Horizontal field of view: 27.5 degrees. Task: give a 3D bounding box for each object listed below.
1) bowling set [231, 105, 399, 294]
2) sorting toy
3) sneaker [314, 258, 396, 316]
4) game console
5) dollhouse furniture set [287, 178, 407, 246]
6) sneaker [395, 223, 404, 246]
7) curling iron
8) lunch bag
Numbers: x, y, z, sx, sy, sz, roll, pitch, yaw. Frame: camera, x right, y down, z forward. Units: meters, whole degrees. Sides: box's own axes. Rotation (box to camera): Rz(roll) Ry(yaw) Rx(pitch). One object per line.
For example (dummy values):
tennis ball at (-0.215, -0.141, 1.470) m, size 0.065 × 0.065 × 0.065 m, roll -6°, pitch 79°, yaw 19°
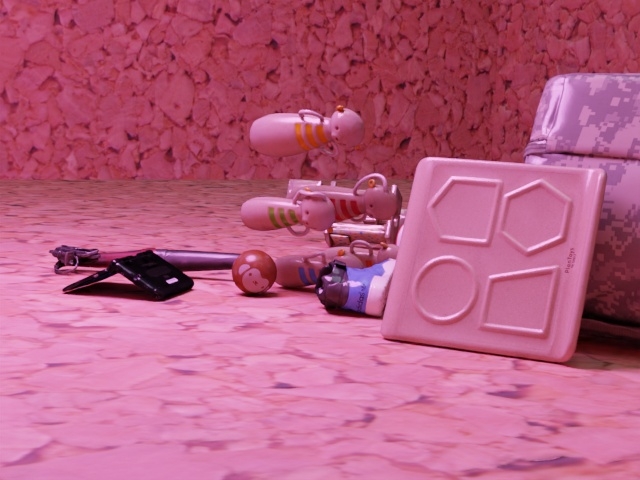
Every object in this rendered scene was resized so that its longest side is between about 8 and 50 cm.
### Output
bowling set at (0.000, 0.000, 1.579) m, size 0.154 × 0.287 × 0.200 m, roll -2°, pitch 45°, yaw 34°
sorting toy at (0.169, 0.016, 1.279) m, size 0.208 × 0.193 × 0.038 m, roll 5°, pitch -17°, yaw 31°
sneaker at (0.040, 0.047, 1.492) m, size 0.084 × 0.058 × 0.152 m, roll 12°, pitch 14°, yaw 8°
game console at (-0.223, 0.054, 1.534) m, size 0.107 × 0.071 × 0.122 m, roll 34°, pitch 12°, yaw 8°
dollhouse furniture set at (0.047, -0.021, 2.179) m, size 0.181 × 0.101 × 0.161 m, roll 4°, pitch -19°, yaw 16°
sneaker at (0.231, 0.005, 1.988) m, size 0.221 × 0.087 × 0.128 m, roll -18°, pitch 26°, yaw -38°
curling iron at (-0.213, 0.029, 1.666) m, size 0.273 × 0.035 × 0.068 m, roll 2°, pitch 10°, yaw 2°
lunch bag at (0.347, -0.016, 1.330) m, size 0.305 × 0.256 × 0.212 m, roll 8°, pitch -20°, yaw 28°
